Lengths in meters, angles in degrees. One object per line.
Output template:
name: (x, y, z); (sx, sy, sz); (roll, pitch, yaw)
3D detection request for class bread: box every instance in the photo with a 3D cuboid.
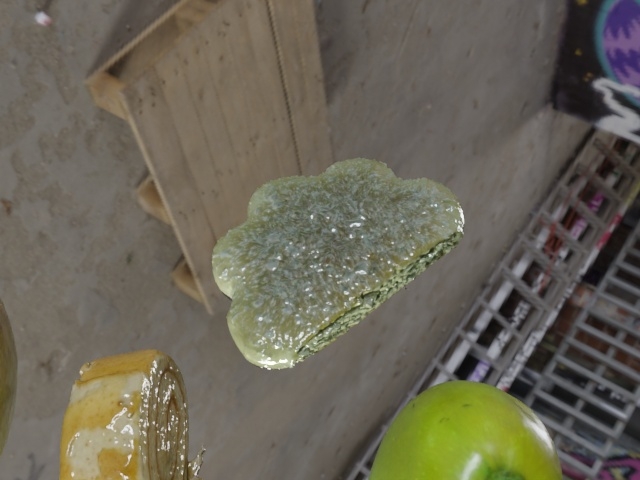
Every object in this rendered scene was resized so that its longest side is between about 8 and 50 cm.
bread: (0.000, 0.000, 0.858); (0.286, 0.207, 0.056); (-38, 146, -23)
bread: (-0.136, 0.148, 0.606); (0.122, 0.073, 0.149); (70, 13, -56)

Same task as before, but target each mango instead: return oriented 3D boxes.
mango: (0.118, 0.256, 0.790); (0.343, 0.155, 0.192); (110, -13, -52)

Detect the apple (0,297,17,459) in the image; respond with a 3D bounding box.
apple: (-0.393, 0.132, 0.627); (0.319, 0.319, 0.277); (8, 75, -64)
